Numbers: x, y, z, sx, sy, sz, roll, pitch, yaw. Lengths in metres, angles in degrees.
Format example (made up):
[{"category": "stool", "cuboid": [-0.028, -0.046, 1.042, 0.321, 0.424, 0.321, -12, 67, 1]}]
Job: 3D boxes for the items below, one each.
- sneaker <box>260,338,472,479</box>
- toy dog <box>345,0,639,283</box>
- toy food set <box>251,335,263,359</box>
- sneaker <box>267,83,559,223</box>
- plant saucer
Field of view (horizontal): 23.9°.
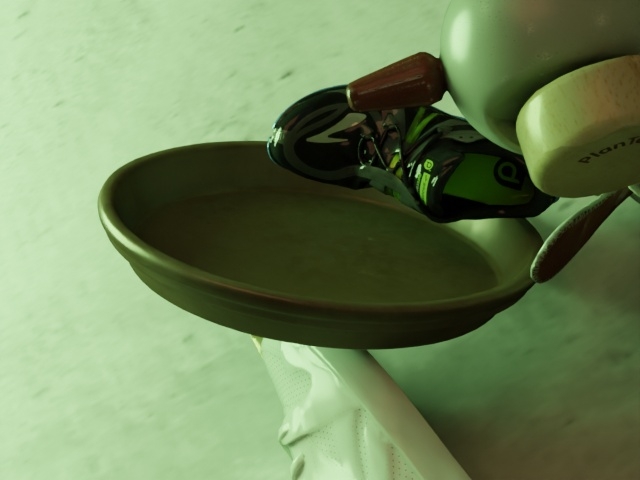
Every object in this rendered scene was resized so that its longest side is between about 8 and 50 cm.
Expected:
[{"category": "sneaker", "cuboid": [-0.002, 0.165, 0.852, 0.169, 0.108, 0.292, -34, 46, -6]}, {"category": "toy dog", "cuboid": [0.126, -0.065, 0.822, 0.161, 0.334, 0.220, -17, 50, 18]}, {"category": "toy food set", "cuboid": [0.014, 0.047, 1.006, 0.122, 0.019, 0.078, -26, 45, -5]}, {"category": "sneaker", "cuboid": [0.060, -0.053, 0.946, 0.188, 0.067, 0.078, 13, 15, 2]}, {"category": "plant saucer", "cuboid": [0.000, 0.000, 0.937, 0.278, 0.041, 0.278, 6, 21, -2]}]
